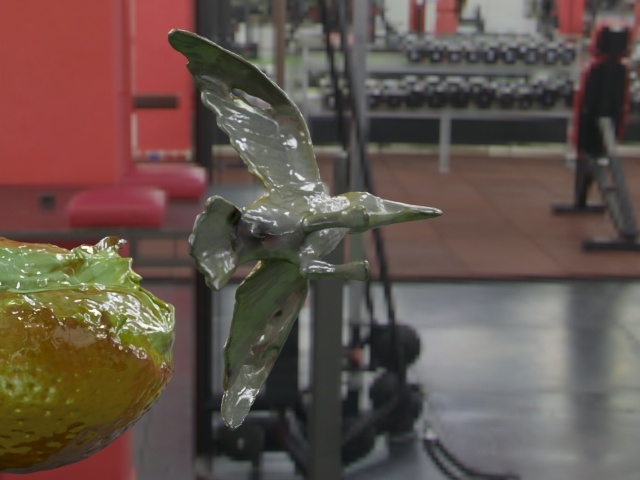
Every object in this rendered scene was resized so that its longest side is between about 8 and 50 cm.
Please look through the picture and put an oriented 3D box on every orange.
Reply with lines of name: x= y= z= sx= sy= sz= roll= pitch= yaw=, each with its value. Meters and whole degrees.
orange: x=-0.270 y=0.067 z=1.138 sx=0.262 sy=0.196 sz=0.334 roll=25 pitch=9 yaw=-44

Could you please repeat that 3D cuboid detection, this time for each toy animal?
toy animal: x=0.000 y=0.000 z=0.769 sx=0.155 sy=0.219 sz=0.095 roll=-2 pitch=13 yaw=-12
